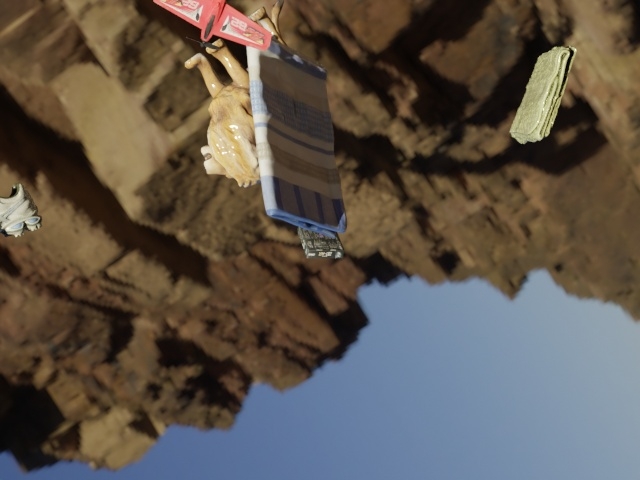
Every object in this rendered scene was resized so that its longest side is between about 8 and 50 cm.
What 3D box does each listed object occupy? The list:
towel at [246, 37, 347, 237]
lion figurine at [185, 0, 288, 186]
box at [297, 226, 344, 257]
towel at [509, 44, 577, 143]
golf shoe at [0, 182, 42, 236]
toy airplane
[{"bbox_3d":[-0.034,-0.156,1.829,0.209,0.034,0.285,18,-119,-58],"label":"towel"},{"bbox_3d":[-0.104,-0.274,2.228,0.240,0.142,0.392,54,-136,-12],"label":"lion figurine"},{"bbox_3d":[0.000,0.000,2.187,0.083,0.067,0.018,-112,27,-51],"label":"box"},{"bbox_3d":[0.246,-0.162,1.374,0.027,0.110,0.148,19,-177,-1],"label":"towel"},{"bbox_3d":[-0.517,-0.032,1.893,0.176,0.069,0.086,-28,-72,-39],"label":"golf shoe"},{"bbox_3d":[-0.120,-0.286,1.457,0.151,0.151,0.028,50,-144,-27],"label":"toy airplane"}]
